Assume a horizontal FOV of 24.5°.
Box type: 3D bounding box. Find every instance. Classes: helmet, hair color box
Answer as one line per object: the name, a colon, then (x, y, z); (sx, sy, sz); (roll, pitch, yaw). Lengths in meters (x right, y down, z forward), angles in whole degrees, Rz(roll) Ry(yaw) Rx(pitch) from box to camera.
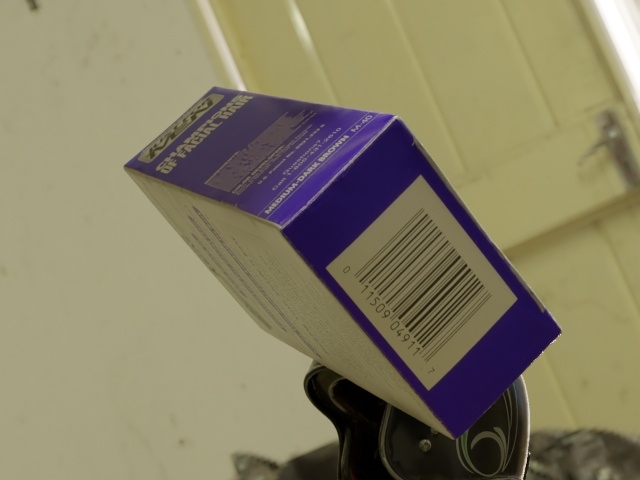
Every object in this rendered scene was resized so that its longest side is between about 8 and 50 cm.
helmet: (0.076, 0.128, 1.145); (0.169, 0.161, 0.169); (-11, -21, -4)
hair color box: (0.000, 0.000, 1.018); (0.110, 0.185, 0.339); (-44, 22, -12)
